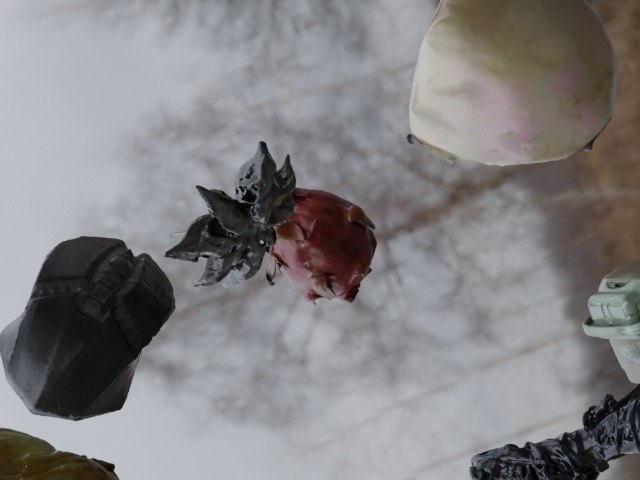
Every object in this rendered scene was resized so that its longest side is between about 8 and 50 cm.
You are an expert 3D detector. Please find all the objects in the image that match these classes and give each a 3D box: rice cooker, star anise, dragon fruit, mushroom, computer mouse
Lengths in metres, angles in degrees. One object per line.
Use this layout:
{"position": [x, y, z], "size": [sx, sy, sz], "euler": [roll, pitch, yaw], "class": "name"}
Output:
{"position": [0.381, 0.070, 1.952], "size": [0.145, 0.206, 0.127], "euler": [-5, 111, 64], "class": "rice cooker"}
{"position": [-0.090, -0.018, 2.023], "size": [0.180, 0.204, 0.061], "euler": [-4, -140, -50], "class": "star anise"}
{"position": [0.000, 0.000, 2.205], "size": [0.166, 0.133, 0.136], "euler": [50, -140, -22], "class": "dragon fruit"}
{"position": [0.204, -0.188, 1.705], "size": [0.162, 0.236, 0.173], "euler": [27, 155, 17], "class": "mushroom"}
{"position": [-0.170, 0.056, 1.370], "size": [0.062, 0.105, 0.192], "euler": [-61, 1, 42], "class": "computer mouse"}

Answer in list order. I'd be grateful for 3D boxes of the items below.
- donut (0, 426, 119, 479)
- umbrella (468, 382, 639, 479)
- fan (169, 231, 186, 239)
{"position": [-0.337, 0.355, 1.935], "size": [0.170, 0.360, 0.360], "euler": [-72, -36, -52], "class": "donut"}
{"position": [0.248, 0.197, 1.719], "size": [0.080, 0.224, 0.071], "euler": [59, -166, -9], "class": "umbrella"}
{"position": [-0.142, -0.005, 2.244], "size": [0.060, 0.080, 0.003], "euler": [18, -110, -55], "class": "fan"}
